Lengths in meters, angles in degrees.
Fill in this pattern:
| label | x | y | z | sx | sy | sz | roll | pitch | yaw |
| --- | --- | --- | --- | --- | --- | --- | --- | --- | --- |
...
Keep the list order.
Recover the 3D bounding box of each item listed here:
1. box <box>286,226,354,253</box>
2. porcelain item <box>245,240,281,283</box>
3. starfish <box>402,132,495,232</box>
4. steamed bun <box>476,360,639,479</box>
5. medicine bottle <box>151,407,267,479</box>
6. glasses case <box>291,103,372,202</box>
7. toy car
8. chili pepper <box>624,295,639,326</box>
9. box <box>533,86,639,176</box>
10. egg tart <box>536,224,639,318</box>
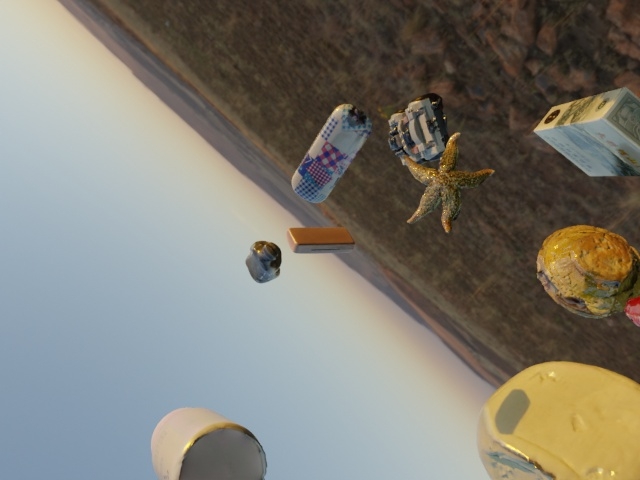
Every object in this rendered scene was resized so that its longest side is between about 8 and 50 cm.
| label | x | y | z | sx | sy | sz | roll | pitch | yaw |
| --- | --- | --- | --- | --- | --- | --- | --- | --- | --- |
| box | 0.000 | 0.000 | 0.877 | 0.115 | 0.025 | 0.048 | -1 | -140 | -30 |
| porcelain item | -0.118 | 0.037 | 1.112 | 0.081 | 0.069 | 0.215 | 63 | 166 | 7 |
| starfish | 0.239 | -0.124 | 1.060 | 0.176 | 0.208 | 0.053 | 30 | 172 | 20 |
| steamed bun | 0.478 | 0.394 | 0.964 | 0.334 | 0.312 | 0.233 | 36 | 146 | 53 |
| medicine bottle | -0.294 | 0.531 | 1.289 | 0.213 | 0.213 | 0.379 | 43 | 156 | -16 |
| glasses case | 0.029 | -0.251 | 1.544 | 0.125 | 0.327 | 0.076 | 32 | -151 | -7 |
| toy car | 0.286 | -0.312 | 1.558 | 0.301 | 0.118 | 0.193 | -176 | 66 | -76 |
| chili pepper | 0.566 | 0.141 | 0.750 | 0.110 | 0.110 | 0.387 | 43 | -171 | -7 |
| box | 0.537 | -0.193 | 0.986 | 0.164 | 0.069 | 0.256 | 36 | -175 | -5 |
| egg tart | 0.625 | 0.059 | 1.197 | 0.241 | 0.241 | 0.106 | 43 | 163 | 21 |
